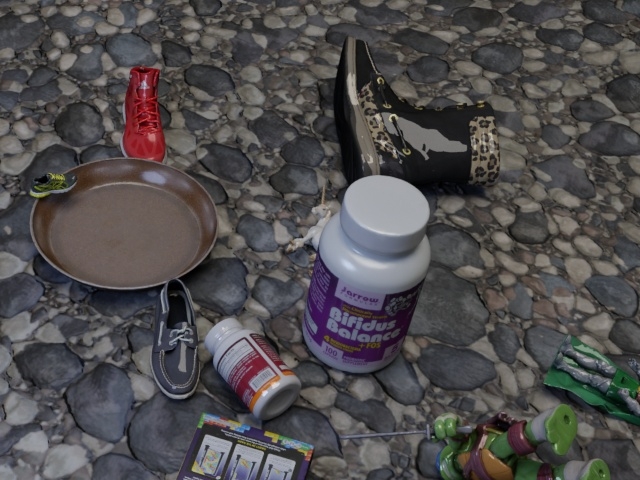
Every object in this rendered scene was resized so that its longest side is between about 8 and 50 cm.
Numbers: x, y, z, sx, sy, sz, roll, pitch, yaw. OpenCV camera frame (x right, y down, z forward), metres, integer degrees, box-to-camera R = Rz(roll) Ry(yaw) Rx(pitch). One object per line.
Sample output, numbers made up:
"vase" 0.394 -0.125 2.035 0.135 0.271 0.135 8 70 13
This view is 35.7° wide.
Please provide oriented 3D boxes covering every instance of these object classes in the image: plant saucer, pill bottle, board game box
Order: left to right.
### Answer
"plant saucer" -0.329 -0.021 1.679 0.311 0.050 0.310 6 45 -6
"board game box" -0.107 0.329 1.383 0.170 0.048 0.141 17 47 4
"pill bottle" -0.105 0.190 1.492 0.086 0.086 0.152 -25 56 -31
"pill bottle" 0.072 0.052 1.508 0.169 0.301 0.169 6 46 -6

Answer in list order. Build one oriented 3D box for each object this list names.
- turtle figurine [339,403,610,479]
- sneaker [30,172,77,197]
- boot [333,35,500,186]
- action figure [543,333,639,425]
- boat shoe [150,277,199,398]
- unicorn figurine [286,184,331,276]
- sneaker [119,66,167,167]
"turtle figurine" 0.221 0.323 1.318 0.275 0.266 0.198 4 71 -41
"sneaker" -0.448 -0.098 1.673 0.083 0.035 0.031 -25 56 -30
"boot" 0.179 -0.242 1.930 0.284 0.138 0.377 0 50 -10
"action figure" 0.484 0.236 1.585 0.232 0.063 0.137 29 44 12
"boat shoe" -0.224 0.146 1.525 0.075 0.065 0.206 0 47 -12
"unicorn figurine" 0.000 0.000 1.725 0.111 0.060 0.162 -25 72 -31
"sneaker" -0.330 -0.237 1.832 0.087 0.128 0.221 -7 48 -18
